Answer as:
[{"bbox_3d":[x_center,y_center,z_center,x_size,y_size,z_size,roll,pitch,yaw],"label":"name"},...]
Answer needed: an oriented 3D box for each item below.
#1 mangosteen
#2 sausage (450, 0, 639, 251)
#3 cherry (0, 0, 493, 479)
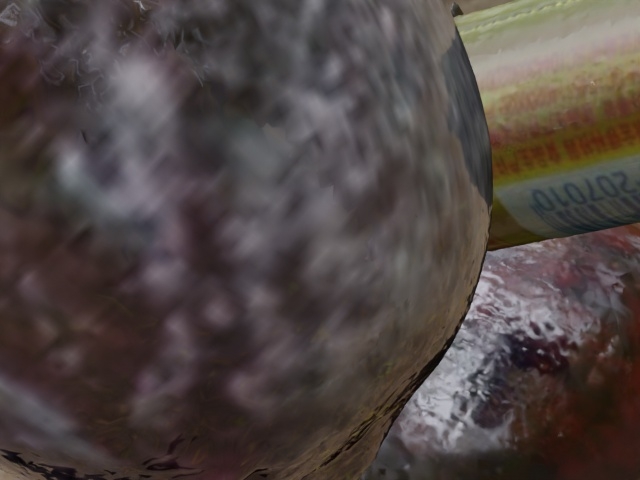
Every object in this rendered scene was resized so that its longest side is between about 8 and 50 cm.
[{"bbox_3d":[0.099,0.096,1.168,0.306,0.359,0.306,-54,-10,-14],"label":"mangosteen"},{"bbox_3d":[0.182,-0.080,0.786,0.317,0.125,0.117,-13,10,40],"label":"sausage"},{"bbox_3d":[-0.080,-0.049,0.528,0.218,0.296,0.255,-47,-5,3],"label":"cherry"}]
